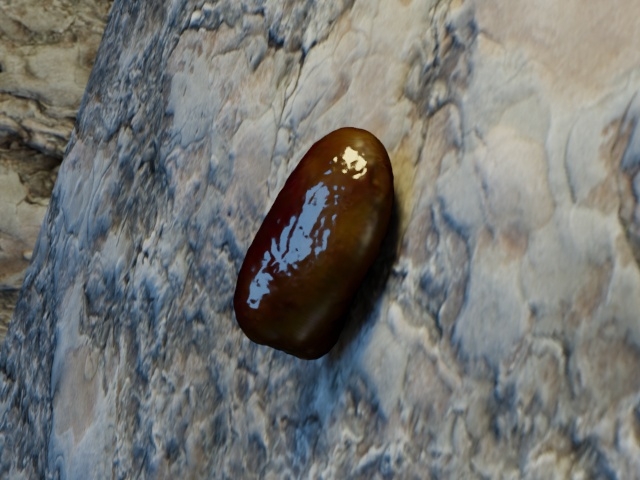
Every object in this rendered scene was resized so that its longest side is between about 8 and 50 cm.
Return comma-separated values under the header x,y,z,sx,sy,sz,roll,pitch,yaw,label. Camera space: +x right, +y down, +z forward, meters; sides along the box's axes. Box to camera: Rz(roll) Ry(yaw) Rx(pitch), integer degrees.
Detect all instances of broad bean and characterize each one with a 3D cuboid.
x,y,z,sx,sy,sz,roll,pitch,yaw,label
0.000,0.000,1.105,0.165,0.084,0.114,-59,39,20,broad bean
